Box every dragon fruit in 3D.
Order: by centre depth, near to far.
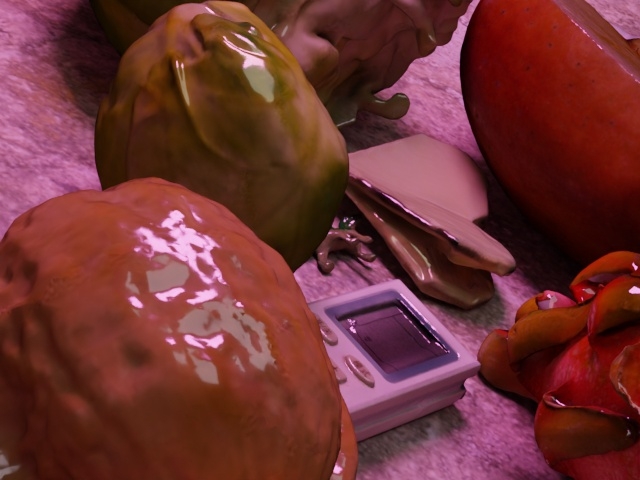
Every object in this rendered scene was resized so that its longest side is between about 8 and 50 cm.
[{"bbox_3d":[0.259,0.109,1.100,0.227,0.243,0.307,22,30,-32],"label":"dragon fruit"}]

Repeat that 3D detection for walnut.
[{"bbox_3d":[-0.097,0.095,0.837,0.257,0.224,0.257,15,39,-12],"label":"walnut"}]

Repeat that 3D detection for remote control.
[{"bbox_3d":[-0.002,0.097,1.075,0.277,0.055,0.103,-13,52,-48],"label":"remote control"}]

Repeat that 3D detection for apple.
[{"bbox_3d":[0.308,-0.103,1.404,0.329,0.295,0.365,-14,44,-16],"label":"apple"}]

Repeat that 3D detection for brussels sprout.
[{"bbox_3d":[-0.073,-0.065,1.110,0.161,0.223,0.223,-21,56,-33],"label":"brussels sprout"},{"bbox_3d":[-0.046,-0.261,1.340,0.371,0.276,0.315,1,45,-40],"label":"brussels sprout"}]

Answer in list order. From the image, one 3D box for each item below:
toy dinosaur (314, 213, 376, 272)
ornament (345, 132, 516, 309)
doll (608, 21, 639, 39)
[{"bbox_3d":[0.000,0.000,1.253,0.119,0.029,0.060,-11,34,-40],"label":"toy dinosaur"},{"bbox_3d":[0.083,-0.036,1.329,0.180,0.059,0.201,24,28,-19],"label":"ornament"},{"bbox_3d":[0.317,-0.179,1.680,0.110,0.107,0.181,28,30,13],"label":"doll"}]
